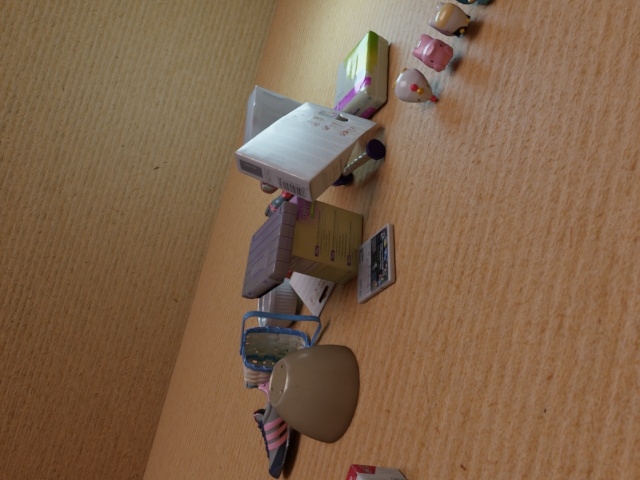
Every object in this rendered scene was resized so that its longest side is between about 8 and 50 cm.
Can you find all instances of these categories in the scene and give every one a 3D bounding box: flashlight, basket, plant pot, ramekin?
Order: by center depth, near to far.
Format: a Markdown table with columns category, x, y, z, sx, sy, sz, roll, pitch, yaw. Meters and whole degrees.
| category | x | y | z | sx | sy | sz | roll | pitch | yaw |
| --- | --- | --- | --- | --- | --- | --- | --- | --- | --- |
| plant pot | -0.040 | 0.429 | 1.646 | 0.284 | 0.191 | 0.284 | -46 | 34 | 46 |
| basket | -0.150 | 0.353 | 1.870 | 0.201 | 0.255 | 0.289 | -100 | 23 | -51 |
| ramekin | -0.162 | 0.234 | 2.129 | 0.207 | 0.109 | 0.207 | -174 | 90 | -73 |
| flashlight | -0.141 | -0.225 | 2.446 | 0.304 | 0.103 | 0.103 | -64 | 23 | 21 |

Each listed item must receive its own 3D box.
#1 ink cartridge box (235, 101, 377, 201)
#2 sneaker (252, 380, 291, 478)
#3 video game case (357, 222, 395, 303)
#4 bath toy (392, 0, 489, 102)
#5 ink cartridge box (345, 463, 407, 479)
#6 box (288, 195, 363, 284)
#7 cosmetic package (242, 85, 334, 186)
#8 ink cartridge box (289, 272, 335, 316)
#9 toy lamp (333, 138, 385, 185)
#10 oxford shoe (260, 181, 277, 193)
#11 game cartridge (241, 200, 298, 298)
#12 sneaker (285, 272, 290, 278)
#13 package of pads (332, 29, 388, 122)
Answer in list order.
| category | x | y | z | sx | sy | sz | roll | pitch | yaw |
| --- | --- | --- | --- | --- | --- | --- | --- | --- | --- |
| ink cartridge box | -0.039 | -0.306 | 1.854 | 0.385 | 0.308 | 0.091 | -44 | -36 | -35 |
| sneaker | -0.157 | 0.602 | 1.818 | 0.112 | 0.131 | 0.319 | -144 | 62 | -88 |
| video game case | 0.161 | 0.069 | 1.658 | 0.173 | 0.022 | 0.190 | -44 | 35 | 50 |
| bath toy | 0.332 | -0.537 | 1.577 | 0.348 | 0.129 | 0.151 | -61 | -19 | 21 |
| ink cartridge box | 0.143 | 0.564 | 1.213 | 0.175 | 0.127 | 0.072 | 31 | 104 | 67 |
| box | 0.000 | 0.000 | 1.788 | 0.117 | 0.243 | 0.213 | -39 | 41 | 53 |
| cosmetic package | -0.090 | -0.384 | 2.086 | 0.097 | 0.377 | 0.284 | -46 | 34 | 49 |
| ink cartridge box | -0.013 | 0.142 | 1.992 | 0.224 | 0.056 | 0.181 | 46 | 118 | 44 |
| toy lamp | 0.115 | -0.254 | 1.917 | 0.275 | 0.080 | 0.080 | -30 | 48 | 59 |
| oxford shoe | -0.172 | -0.341 | 2.573 | 0.130 | 0.123 | 0.348 | 93 | -159 | -66 |
| game cartridge | -0.158 | 0.045 | 1.736 | 0.355 | 0.068 | 0.230 | 144 | 133 | -62 |
| sneaker | -0.118 | 0.077 | 2.231 | 0.094 | 0.081 | 0.208 | -107 | 33 | -42 |
| package of pads | 0.145 | -0.567 | 2.041 | 0.229 | 0.101 | 0.296 | -35 | 43 | 54 |
